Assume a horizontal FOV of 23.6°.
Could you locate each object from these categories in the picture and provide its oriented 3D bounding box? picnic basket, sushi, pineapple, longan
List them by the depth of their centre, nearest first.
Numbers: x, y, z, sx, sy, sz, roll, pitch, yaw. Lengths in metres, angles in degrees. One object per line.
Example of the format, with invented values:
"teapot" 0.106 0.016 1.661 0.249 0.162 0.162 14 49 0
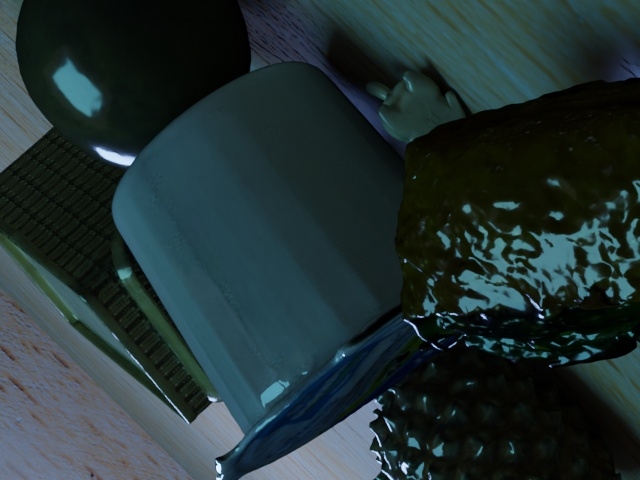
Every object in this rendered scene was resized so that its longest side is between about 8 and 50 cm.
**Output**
"sushi" 0.156 -0.009 0.762 0.287 0.149 0.140 -8 102 38
"longan" -0.128 -0.134 1.083 0.167 0.167 0.187 40 167 16
"pineapple" 0.079 0.125 1.216 0.361 0.175 0.175 42 163 6
"picnic basket" -0.190 0.018 1.591 0.313 0.175 0.228 30 160 50

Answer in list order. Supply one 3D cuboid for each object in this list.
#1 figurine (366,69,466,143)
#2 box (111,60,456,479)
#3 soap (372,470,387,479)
"figurine" 0.068 -0.075 0.979 0.083 0.047 0.050 42 180 -17
"box" 0.000 0.000 1.056 0.262 0.291 0.206 -44 76 34
"soap" 0.146 0.255 1.416 0.182 0.138 0.199 43 164 10
